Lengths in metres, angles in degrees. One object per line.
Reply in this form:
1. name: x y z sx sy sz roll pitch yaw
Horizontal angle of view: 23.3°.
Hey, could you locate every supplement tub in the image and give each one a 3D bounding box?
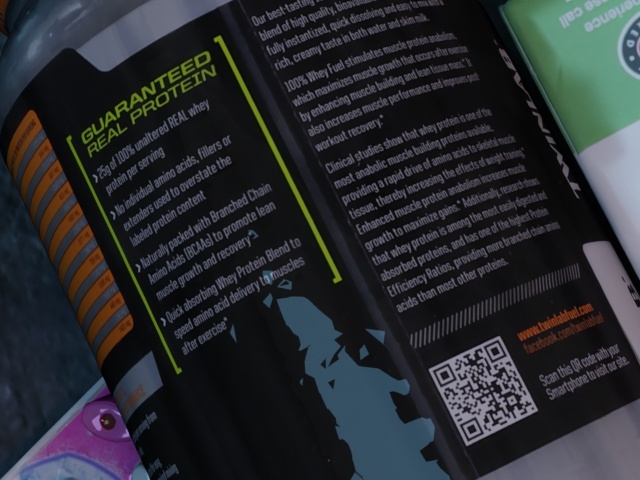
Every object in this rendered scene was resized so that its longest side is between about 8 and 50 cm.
1. supplement tub: 0.000 0.000 0.588 0.193 0.193 0.316 -29 78 16

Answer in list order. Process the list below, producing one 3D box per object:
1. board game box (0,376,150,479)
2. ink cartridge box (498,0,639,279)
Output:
1. board game box: -0.066 0.294 0.712 0.390 0.050 0.390 -44 81 14
2. ink cartridge box: 0.224 -0.011 0.570 0.201 0.117 0.278 -28 85 16
